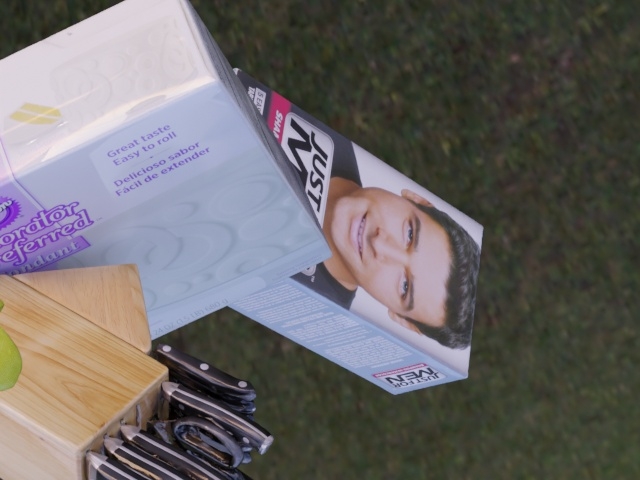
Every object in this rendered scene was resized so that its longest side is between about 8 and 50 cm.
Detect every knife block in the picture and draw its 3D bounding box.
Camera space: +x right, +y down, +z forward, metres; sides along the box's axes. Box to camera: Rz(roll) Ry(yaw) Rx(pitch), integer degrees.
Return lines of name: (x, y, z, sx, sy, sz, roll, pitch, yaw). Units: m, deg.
knife block: (-0.176, 0.131, 1.201, 0.276, 0.242, 0.088, -4, 134, -10)

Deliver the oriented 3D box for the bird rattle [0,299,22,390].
bird rattle: (-0.275, -0.003, 0.906, 0.143, 0.207, 0.253, -21, 141, 13)

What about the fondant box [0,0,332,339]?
fondant box: (-0.150, -0.033, 1.320, 0.238, 0.096, 0.330, -25, 154, 4)

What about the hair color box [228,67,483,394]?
hair color box: (0.000, 0.000, 1.811, 0.113, 0.185, 0.374, -18, 143, 41)
